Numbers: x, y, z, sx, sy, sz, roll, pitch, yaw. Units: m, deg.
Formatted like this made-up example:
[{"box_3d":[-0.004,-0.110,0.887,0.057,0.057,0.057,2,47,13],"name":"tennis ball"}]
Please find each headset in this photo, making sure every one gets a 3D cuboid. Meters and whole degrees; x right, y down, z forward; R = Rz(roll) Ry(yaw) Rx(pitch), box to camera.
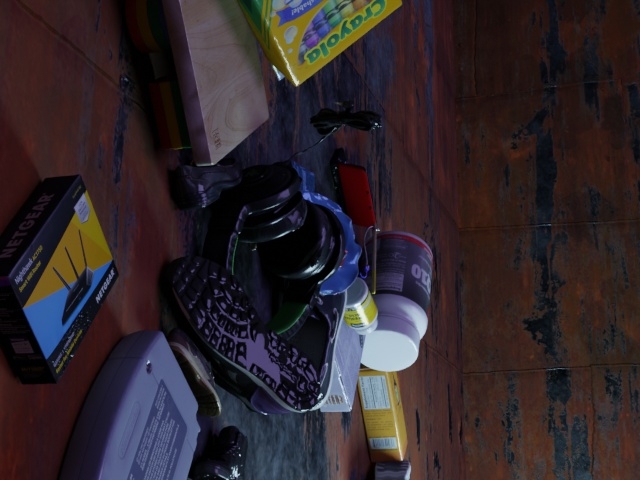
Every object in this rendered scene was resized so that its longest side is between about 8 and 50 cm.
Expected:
[{"box_3d":[-0.036,-0.030,1.636,0.243,0.185,0.394,48,54,-48],"name":"headset"}]

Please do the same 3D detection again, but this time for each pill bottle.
[{"box_3d":[0.153,0.129,2.339,0.283,0.161,0.161,-79,159,-44],"name":"pill bottle"},{"box_3d":[0.067,0.121,1.987,0.116,0.065,0.065,63,27,-50],"name":"pill bottle"}]

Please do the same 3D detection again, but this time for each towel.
[{"box_3d":[-0.039,-0.102,1.975,0.119,0.029,0.067,30,58,-71],"name":"towel"}]

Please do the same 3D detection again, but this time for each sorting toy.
[{"box_3d":[-0.166,-0.252,1.457,0.257,0.089,0.255,-55,138,-65],"name":"sorting toy"}]

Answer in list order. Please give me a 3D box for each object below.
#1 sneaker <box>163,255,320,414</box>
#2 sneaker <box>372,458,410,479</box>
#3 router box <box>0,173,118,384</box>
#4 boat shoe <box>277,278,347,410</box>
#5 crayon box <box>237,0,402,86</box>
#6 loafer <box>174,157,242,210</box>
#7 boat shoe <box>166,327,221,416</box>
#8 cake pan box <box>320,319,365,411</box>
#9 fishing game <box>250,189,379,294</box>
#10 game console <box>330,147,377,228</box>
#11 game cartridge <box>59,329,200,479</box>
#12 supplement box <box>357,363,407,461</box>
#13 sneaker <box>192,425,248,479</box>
[{"box_3d":[-0.134,0.144,1.482,0.283,0.124,0.107,50,44,-23],"name":"sneaker"},{"box_3d":[0.143,0.560,2.313,0.281,0.105,0.115,-33,123,-69],"name":"sneaker"},{"box_3d":[-0.270,0.037,1.099,0.179,0.046,0.133,-72,153,-52],"name":"router box"},{"box_3d":[-0.017,0.133,1.840,0.091,0.114,0.302,47,41,-74],"name":"boat shoe"},{"box_3d":[-0.008,-0.355,1.501,0.083,0.203,0.323,47,-7,32],"name":"crayon box"},{"box_3d":[-0.154,-0.095,1.519,0.170,0.062,0.061,-55,133,-68],"name":"loafer"},{"box_3d":[-0.162,0.173,1.426,0.152,0.056,0.049,70,28,-44],"name":"boat shoe"},{"box_3d":[0.021,0.146,2.056,0.245,0.070,0.267,-79,158,-49],"name":"cake pan box"},{"box_3d":[0.000,0.000,1.826,0.264,0.041,0.189,25,56,-30],"name":"fishing game"},{"box_3d":[0.077,-0.110,2.279,0.124,0.085,0.144,-66,148,-58],"name":"game console"},{"box_3d":[-0.214,0.254,1.234,0.294,0.060,0.196,-77,160,-46],"name":"game cartridge"},{"box_3d":[0.134,0.363,2.379,0.078,0.080,0.233,-59,143,-65],"name":"supplement box"},{"box_3d":[-0.134,0.295,1.512,0.170,0.051,0.089,61,28,-65],"name":"sneaker"}]
